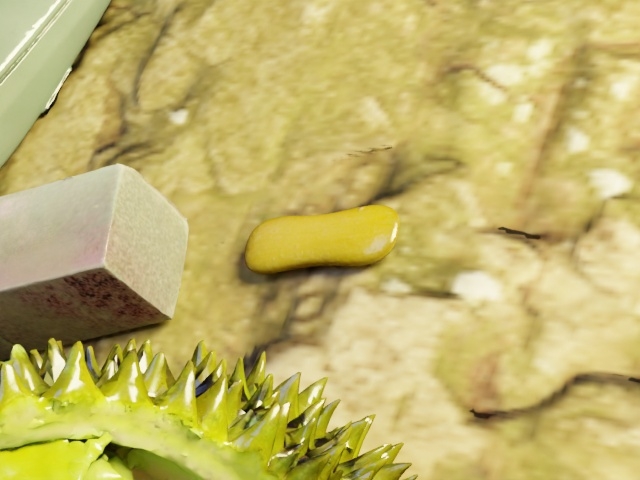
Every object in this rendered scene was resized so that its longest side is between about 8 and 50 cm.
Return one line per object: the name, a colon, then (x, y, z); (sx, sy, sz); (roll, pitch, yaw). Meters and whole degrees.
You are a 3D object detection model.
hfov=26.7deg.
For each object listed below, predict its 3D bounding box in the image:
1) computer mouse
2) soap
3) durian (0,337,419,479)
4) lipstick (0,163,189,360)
computer mouse: (-0.231, -0.146, 0.876); (0.159, 0.097, 0.288); (12, 68, 42)
soap: (0.000, 0.000, 0.666); (0.089, 0.012, 0.034); (-5, 57, 33)
durian: (-0.116, 0.127, 0.496); (0.169, 0.356, 0.157); (68, 153, 13)
lipstick: (-0.224, 0.033, 0.763); (0.317, 0.066, 0.068); (-14, 52, 27)
